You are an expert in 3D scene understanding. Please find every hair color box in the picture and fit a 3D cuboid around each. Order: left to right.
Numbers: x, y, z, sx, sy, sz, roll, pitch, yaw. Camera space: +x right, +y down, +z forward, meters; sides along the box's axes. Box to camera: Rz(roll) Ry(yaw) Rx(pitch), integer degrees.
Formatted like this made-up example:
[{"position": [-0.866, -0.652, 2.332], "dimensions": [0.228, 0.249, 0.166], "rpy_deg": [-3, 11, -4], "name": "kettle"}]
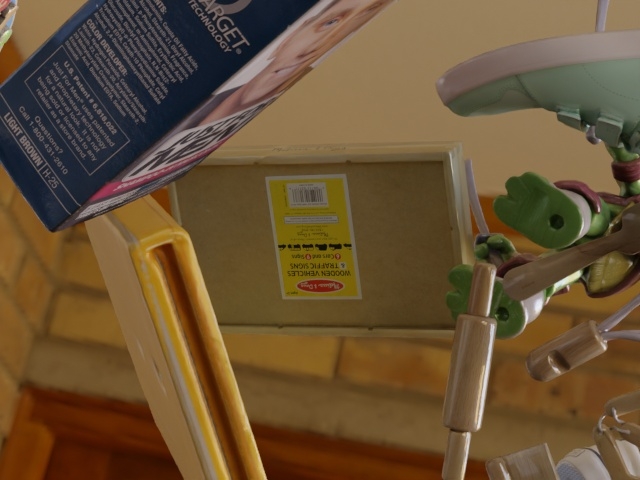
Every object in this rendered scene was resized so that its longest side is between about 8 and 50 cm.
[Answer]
[{"position": [-0.054, -0.151, 1.061], "dimensions": [0.347, 0.174, 0.105], "rpy_deg": [-37, -93, 33], "name": "hair color box"}]

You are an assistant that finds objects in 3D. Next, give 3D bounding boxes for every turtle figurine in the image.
[{"position": [0.179, -0.035, 1.352], "dimensions": [0.198, 0.274, 0.266], "rpy_deg": [-25, -1, 30], "name": "turtle figurine"}]

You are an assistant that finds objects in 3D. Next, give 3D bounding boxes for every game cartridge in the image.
[{"position": [-0.129, 0.080, 1.357], "dimensions": [0.053, 0.285, 0.324], "rpy_deg": [-20, 21, -11], "name": "game cartridge"}]

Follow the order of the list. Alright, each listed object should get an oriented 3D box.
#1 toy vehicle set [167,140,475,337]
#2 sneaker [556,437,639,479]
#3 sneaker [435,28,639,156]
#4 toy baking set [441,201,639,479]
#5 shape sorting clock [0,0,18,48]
[{"position": [0.000, 0.000, 1.406], "dimensions": [0.267, 0.035, 0.166], "rpy_deg": [0, -71, 22], "name": "toy vehicle set"}, {"position": [0.324, 0.304, 1.540], "dimensions": [0.091, 0.258, 0.094], "rpy_deg": [-21, -13, -20], "name": "sneaker"}, {"position": [0.202, -0.062, 1.072], "dimensions": [0.256, 0.151, 0.094], "rpy_deg": [-3, 4, 21], "name": "sneaker"}, {"position": [0.185, 0.089, 1.151], "dimensions": [0.197, 0.256, 0.030], "rpy_deg": [5, 1, 20], "name": "toy baking set"}, {"position": [-0.377, -0.180, 1.642], "dimensions": [0.040, 0.206, 0.206], "rpy_deg": [34, -23, 8], "name": "shape sorting clock"}]
